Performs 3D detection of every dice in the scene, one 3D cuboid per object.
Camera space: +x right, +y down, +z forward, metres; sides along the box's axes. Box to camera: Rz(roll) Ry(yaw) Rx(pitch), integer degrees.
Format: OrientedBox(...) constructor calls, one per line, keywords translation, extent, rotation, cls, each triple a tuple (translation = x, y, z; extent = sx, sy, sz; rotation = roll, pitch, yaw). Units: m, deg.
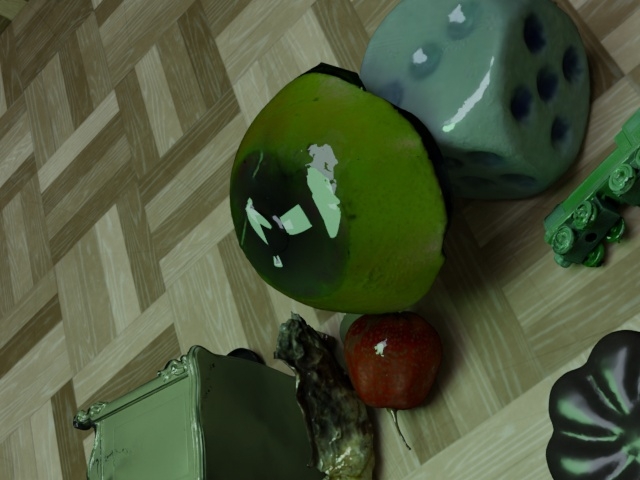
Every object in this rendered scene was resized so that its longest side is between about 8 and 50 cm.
OrientedBox(translation=(0.234, -0.221, 1.525), extent=(0.268, 0.264, 0.262), rotation=(2, 73, 43), cls="dice")

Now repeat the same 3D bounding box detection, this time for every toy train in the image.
OrientedBox(translation=(0.411, -0.070, 1.411), extent=(0.251, 0.085, 0.119), rotation=(-49, 29, 30), cls="toy train")

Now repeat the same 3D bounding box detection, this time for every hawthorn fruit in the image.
OrientedBox(translation=(0.110, 0.210, 1.553), extent=(0.162, 0.162, 0.203), rotation=(12, 98, 46), cls="hawthorn fruit")

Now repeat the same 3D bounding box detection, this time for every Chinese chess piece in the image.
OrientedBox(translation=(0.072, 0.151, 1.677), extent=(0.084, 0.034, 0.084), rotation=(-13, 70, 39), cls="Chinese chess piece")

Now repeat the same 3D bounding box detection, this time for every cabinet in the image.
OrientedBox(translation=(-0.205, 0.360, 1.670), extent=(0.318, 0.290, 0.227), rotation=(-30, 54, 32), cls="cabinet")

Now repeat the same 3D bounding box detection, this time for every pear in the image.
OrientedBox(translation=(-0.009, -0.051, 1.459), extent=(0.399, 0.165, 0.399), rotation=(18, 116, 41), cls="pear")

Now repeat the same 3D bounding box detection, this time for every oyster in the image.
OrientedBox(translation=(0.007, 0.246, 1.594), extent=(0.100, 0.271, 0.275), rotation=(-28, 25, 20), cls="oyster")

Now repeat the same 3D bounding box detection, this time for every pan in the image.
OrientedBox(translation=(-0.187, 0.277, 1.866), extent=(0.212, 0.040, 0.115), rotation=(-26, 56, 25), cls="pan")

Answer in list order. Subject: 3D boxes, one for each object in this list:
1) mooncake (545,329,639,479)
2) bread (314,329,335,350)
OrientedBox(translation=(0.422, 0.248, 1.218), extent=(0.306, 0.154, 0.306), rotation=(-18, 59, 34), cls="mooncake")
OrientedBox(translation=(-0.004, 0.200, 1.730), extent=(0.047, 0.036, 0.083), rotation=(12, 80, 30), cls="bread")
